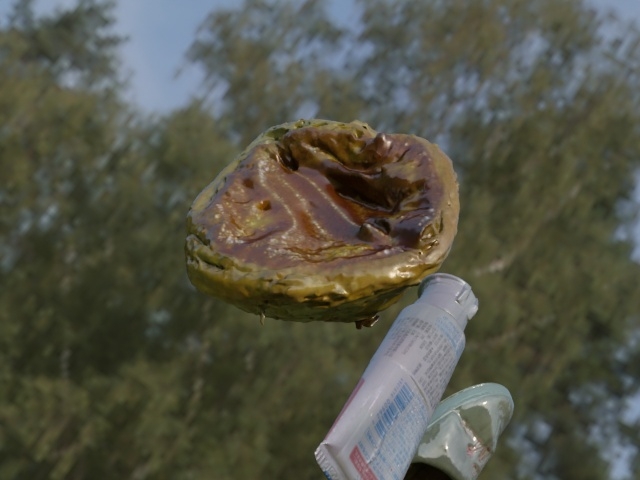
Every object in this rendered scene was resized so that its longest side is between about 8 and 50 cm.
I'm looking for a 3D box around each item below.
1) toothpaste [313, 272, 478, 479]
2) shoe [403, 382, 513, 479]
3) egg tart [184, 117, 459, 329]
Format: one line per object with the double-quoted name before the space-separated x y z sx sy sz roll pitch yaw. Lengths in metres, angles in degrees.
"toothpaste" 0.061 0.115 1.430 0.057 0.234 0.089 -14 -60 34
"shoe" 0.156 0.276 2.383 0.100 0.251 0.103 47 -20 36
"egg tart" 0.000 0.000 2.185 0.351 0.339 0.153 1 -53 25
